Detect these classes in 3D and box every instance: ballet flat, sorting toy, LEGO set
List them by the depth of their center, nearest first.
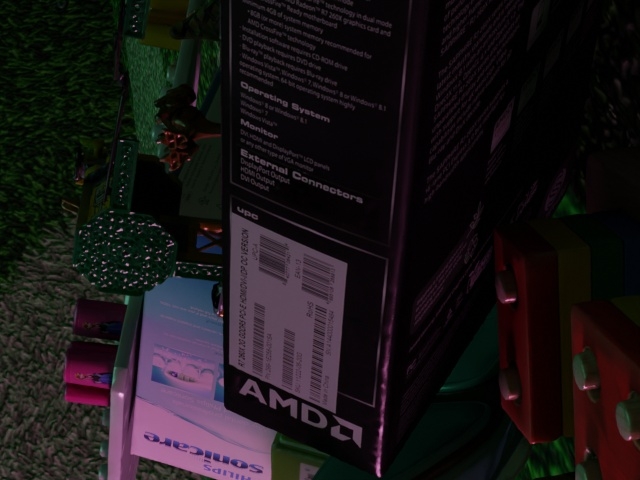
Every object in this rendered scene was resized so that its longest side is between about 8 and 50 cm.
[{"bbox_3d":[0.141,0.118,0.719,0.257,0.089,0.255,-126,29,-68],"label":"sorting toy"},{"bbox_3d":[0.073,0.109,0.875,0.247,0.083,0.087,-44,-62,-52],"label":"ballet flat"},{"bbox_3d":[-0.027,-0.124,0.998,0.192,0.255,0.331,-93,4,-56],"label":"LEGO set"}]

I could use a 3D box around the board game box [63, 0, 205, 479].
[{"bbox_3d":[-0.158,0.038,1.429,0.390,0.050,0.390,104,175,-57],"label":"board game box"}]

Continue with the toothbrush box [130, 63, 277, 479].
[{"bbox_3d":[-0.046,0.016,1.284,0.295,0.126,0.216,100,-173,-50],"label":"toothbrush box"}]

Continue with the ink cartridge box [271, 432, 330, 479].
[{"bbox_3d":[0.045,0.123,1.275,0.189,0.097,0.255,93,-164,-47],"label":"ink cartridge box"}]

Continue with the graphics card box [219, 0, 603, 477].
[{"bbox_3d":[0.050,-0.103,0.719,0.233,0.094,0.371,-53,-24,-39],"label":"graphics card box"}]
